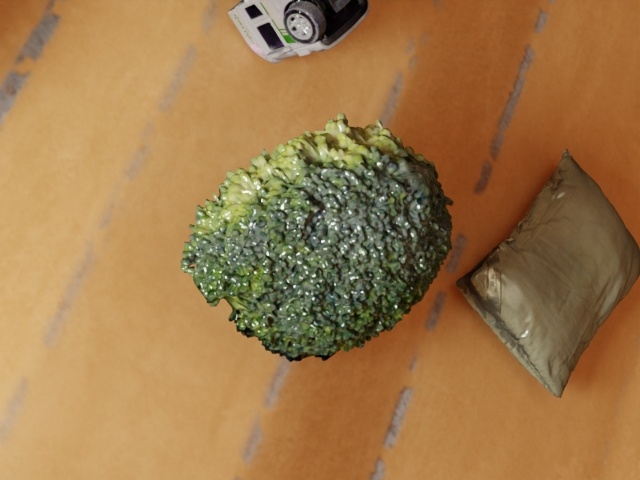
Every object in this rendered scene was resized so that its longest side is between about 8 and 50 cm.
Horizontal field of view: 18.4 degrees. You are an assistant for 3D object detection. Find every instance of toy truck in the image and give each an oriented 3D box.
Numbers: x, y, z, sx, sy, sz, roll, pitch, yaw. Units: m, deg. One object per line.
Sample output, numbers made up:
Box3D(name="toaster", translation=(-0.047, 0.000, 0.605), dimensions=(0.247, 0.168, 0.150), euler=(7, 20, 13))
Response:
Box3D(name="toy truck", translation=(-0.057, -0.258, 1.701), dimensions=(0.216, 0.116, 0.110), euler=(57, 48, -16))

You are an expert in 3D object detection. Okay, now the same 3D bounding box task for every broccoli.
Box3D(name="broccoli", translation=(0.000, 0.002, 1.605), dimensions=(0.176, 0.226, 0.198), euler=(-98, -175, -63))

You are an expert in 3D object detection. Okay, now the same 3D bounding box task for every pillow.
Box3D(name="pillow", translation=(0.226, 0.028, 1.860), dimensions=(0.148, 0.050, 0.230), euler=(57, 47, -15))
